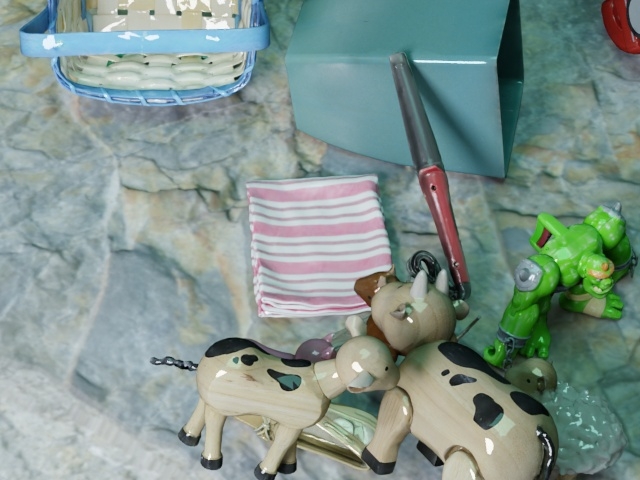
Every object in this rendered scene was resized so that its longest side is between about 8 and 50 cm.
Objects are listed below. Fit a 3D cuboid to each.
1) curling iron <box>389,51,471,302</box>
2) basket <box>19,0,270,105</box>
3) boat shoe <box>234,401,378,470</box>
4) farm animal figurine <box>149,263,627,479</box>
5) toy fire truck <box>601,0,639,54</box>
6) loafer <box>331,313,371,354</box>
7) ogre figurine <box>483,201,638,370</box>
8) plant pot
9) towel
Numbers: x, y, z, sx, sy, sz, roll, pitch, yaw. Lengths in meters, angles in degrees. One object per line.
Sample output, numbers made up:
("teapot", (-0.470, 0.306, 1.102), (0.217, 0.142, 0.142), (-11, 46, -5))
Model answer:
("curling iron", (0.101, -0.057, 1.819), (0.068, 0.035, 0.274), (-4, 80, -19))
("basket", (-0.174, -0.241, 1.961), (0.255, 0.201, 0.289), (1, 14, 2))
("boat shoe", (-0.018, 0.172, 1.682), (0.153, 0.056, 0.048), (18, 43, 7))
("farm animal figurine", (0.075, 0.123, 1.569), (0.327, 0.172, 0.330), (33, 30, 24))
("toy fire truck", (0.338, -0.315, 2.095), (0.159, 0.246, 0.217), (-11, 90, -19))
("loafer", (0.026, 0.104, 1.761), (0.125, 0.045, 0.039), (-25, 33, -31))
("ogre figurine", (0.236, 0.038, 1.767), (0.197, 0.118, 0.097), (-17, 48, -15))
("plant pot", (0.090, -0.184, 1.964), (0.234, 0.165, 0.165), (3, 45, 14))
("towel", (0.000, 0.000, 1.867), (0.144, 0.029, 0.197), (-3, 46, -4))
